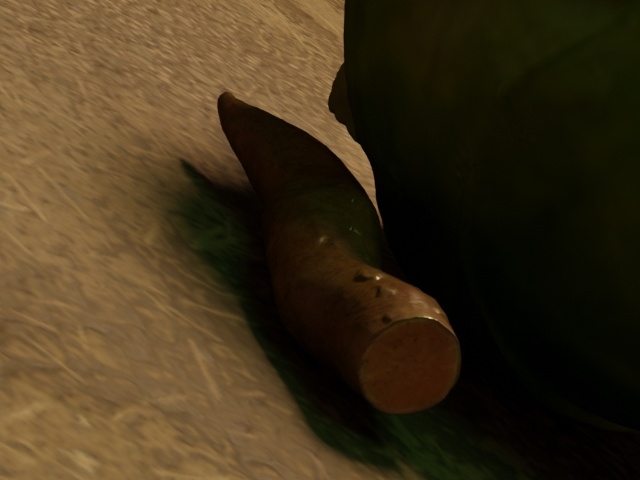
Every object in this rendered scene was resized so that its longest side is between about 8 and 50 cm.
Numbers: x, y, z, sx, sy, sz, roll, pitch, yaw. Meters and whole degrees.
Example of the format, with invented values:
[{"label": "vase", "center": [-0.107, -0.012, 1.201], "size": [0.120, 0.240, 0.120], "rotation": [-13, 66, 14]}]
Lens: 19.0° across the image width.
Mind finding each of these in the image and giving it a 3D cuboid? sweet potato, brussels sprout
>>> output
[{"label": "sweet potato", "center": [0.000, 0.000, 0.921], "size": [0.067, 0.059, 0.281], "rotation": [6, 21, -15]}, {"label": "brussels sprout", "center": [0.199, -0.053, 1.014], "size": [0.425, 0.342, 0.361], "rotation": [31, 41, 7]}]
